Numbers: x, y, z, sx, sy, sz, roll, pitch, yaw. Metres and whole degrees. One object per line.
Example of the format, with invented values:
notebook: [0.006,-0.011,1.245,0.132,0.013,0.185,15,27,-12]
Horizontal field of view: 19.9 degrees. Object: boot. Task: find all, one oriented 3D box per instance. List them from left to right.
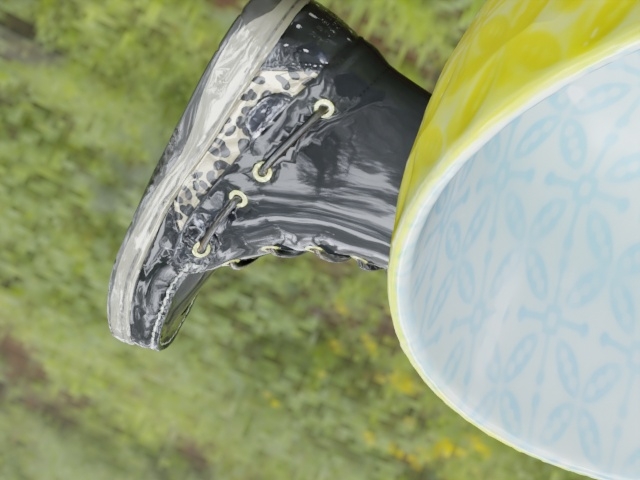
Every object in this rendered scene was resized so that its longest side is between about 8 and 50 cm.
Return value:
boot: [0.000,0.000,0.943,0.178,0.085,0.236,30,123,3]

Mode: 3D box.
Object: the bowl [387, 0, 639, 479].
bowl: [0.165,-0.045,0.580,0.289,0.156,0.289,2,147,1]
